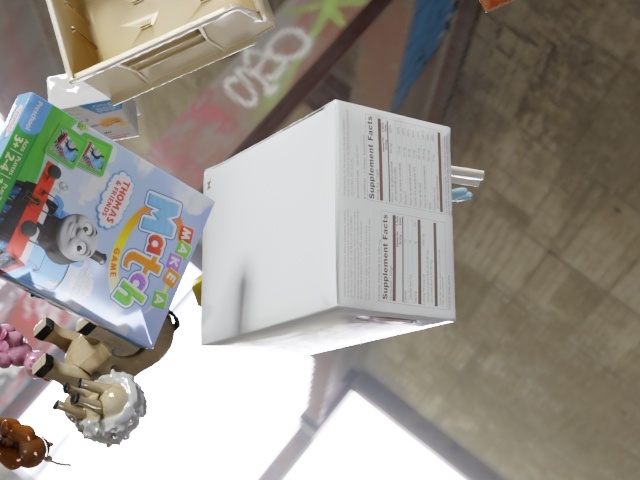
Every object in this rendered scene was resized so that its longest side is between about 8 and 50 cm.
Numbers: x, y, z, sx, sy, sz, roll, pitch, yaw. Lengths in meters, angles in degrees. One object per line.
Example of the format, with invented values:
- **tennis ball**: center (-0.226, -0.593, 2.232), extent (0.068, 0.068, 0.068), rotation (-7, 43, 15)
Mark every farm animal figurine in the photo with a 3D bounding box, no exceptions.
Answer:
- **farm animal figurine**: center (-0.306, 0.155, 1.542), extent (0.172, 0.330, 0.327), rotation (30, -42, -33)

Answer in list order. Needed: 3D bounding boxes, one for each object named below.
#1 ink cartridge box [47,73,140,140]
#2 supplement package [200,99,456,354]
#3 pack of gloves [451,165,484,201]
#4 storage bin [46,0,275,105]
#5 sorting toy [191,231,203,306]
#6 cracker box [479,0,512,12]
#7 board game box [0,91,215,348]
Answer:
- **ink cartridge box**: center (-0.348, -0.200, 1.807), extent (0.181, 0.104, 0.061), rotation (71, 10, -72)
- **supplement package**: center (0.000, 0.000, 1.199), extent (0.145, 0.204, 0.262), rotation (9, -17, -32)
- **pack of gloves**: center (0.095, -0.070, 1.556), extent (0.232, 0.046, 0.195), rotation (9, -9, 4)
- **storage bin**: center (-0.226, -0.355, 1.533), extent (0.123, 0.260, 0.262), rotation (36, 33, -71)
- **sorting toy**: center (-0.062, 0.007, 1.529), extent (0.229, 0.041, 0.307), rotation (40, -55, -22)
- **cracker box**: center (0.343, -0.449, 1.784), extent (0.156, 0.232, 0.067), rotation (-19, -70, 39)
- **board game box**: center (-0.216, -0.015, 1.070), extent (0.211, 0.160, 0.039), rotation (31, -19, -32)
